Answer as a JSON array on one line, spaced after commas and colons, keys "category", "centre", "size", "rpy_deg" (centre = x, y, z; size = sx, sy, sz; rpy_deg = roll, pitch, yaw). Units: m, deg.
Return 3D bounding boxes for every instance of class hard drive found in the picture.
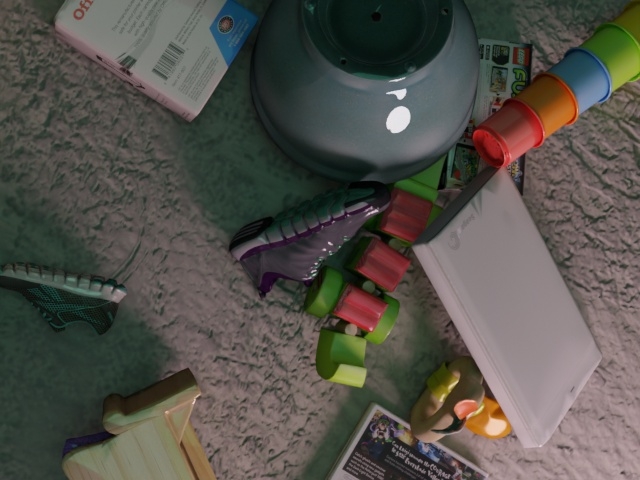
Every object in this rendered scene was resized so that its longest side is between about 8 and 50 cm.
[{"category": "hard drive", "centre": [0.247, 0.081, 1.417], "size": [0.203, 0.040, 0.307], "rpy_deg": [-43, 110, -41]}]

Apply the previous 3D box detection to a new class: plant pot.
[{"category": "plant pot", "centre": [0.059, -0.234, 1.323], "size": [0.293, 0.196, 0.293], "rpy_deg": [1, 75, -2]}]

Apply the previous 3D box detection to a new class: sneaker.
[{"category": "sneaker", "centre": [-0.322, 0.073, 1.334], "size": [0.166, 0.065, 0.076], "rpy_deg": [13, 95, -8]}, {"category": "sneaker", "centre": [0.000, 0.000, 1.373], "size": [0.224, 0.083, 0.098], "rpy_deg": [-19, 109, 26]}]

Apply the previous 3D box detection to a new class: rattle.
[{"category": "rattle", "centre": [0.195, 0.232, 1.384], "size": [0.130, 0.200, 0.142], "rpy_deg": [-37, 98, -11]}]

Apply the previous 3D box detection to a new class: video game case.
[{"category": "video game case", "centre": [0.102, 0.333, 1.453], "size": [0.190, 0.022, 0.173], "rpy_deg": [33, 82, -10]}]

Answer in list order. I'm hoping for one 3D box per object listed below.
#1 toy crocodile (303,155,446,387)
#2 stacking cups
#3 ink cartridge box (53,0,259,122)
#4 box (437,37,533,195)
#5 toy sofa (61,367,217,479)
[{"category": "toy crocodile", "centre": [0.076, 0.022, 1.408], "size": [0.115, 0.105, 0.340], "rpy_deg": [27, 82, -12]}, {"category": "stacking cups", "centre": [0.333, -0.199, 1.463], "size": [0.316, 0.096, 0.096], "rpy_deg": [-37, 98, -18]}, {"category": "ink cartridge box", "centre": [-0.202, -0.263, 1.354], "size": [0.203, 0.086, 0.148], "rpy_deg": [33, 82, -10]}, {"category": "box", "centre": [0.220, -0.165, 1.481], "size": [0.114, 0.036, 0.207], "rpy_deg": [5, 88, -14]}, {"category": "toy sofa", "centre": [-0.163, 0.349, 1.322], "size": [0.177, 0.150, 0.362], "rpy_deg": [-25, 95, -8]}]
